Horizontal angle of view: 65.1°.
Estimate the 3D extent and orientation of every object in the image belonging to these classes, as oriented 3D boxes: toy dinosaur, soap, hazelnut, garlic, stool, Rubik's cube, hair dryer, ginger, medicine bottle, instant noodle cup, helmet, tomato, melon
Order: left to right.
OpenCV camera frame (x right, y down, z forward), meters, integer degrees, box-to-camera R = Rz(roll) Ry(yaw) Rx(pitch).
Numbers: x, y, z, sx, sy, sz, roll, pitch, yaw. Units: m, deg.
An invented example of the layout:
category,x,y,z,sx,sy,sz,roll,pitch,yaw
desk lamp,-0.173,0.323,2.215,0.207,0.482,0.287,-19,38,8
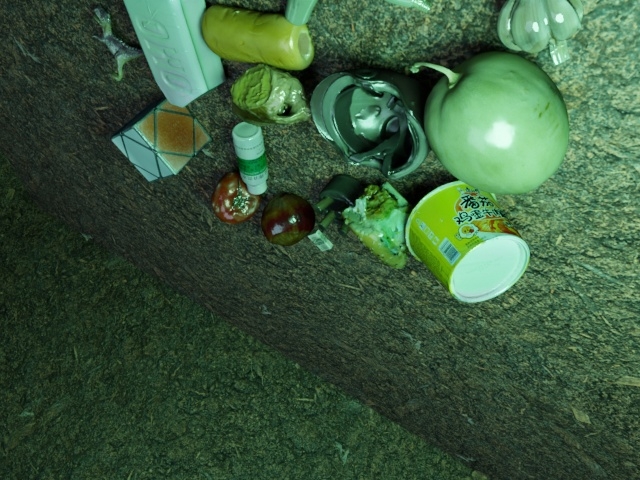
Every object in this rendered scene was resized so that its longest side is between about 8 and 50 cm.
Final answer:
category,x,y,z,sx,sy,sz,roll,pitch,yaw
toy dinosaur,-0.612,-0.595,1.569,0.251,0.072,0.199,44,139,4
Rubik's cube,-0.542,-0.346,1.709,0.205,0.205,0.207,-2,134,46
soap,-0.391,-0.535,1.385,0.208,0.115,0.346,24,148,24
tomato,-0.311,-0.152,1.795,0.151,0.187,0.187,31,158,54
medicine bottle,-0.222,-0.260,1.628,0.095,0.095,0.259,24,149,18
ginger,-0.123,-0.362,1.319,0.276,0.130,0.221,20,178,34
hazelnut,-0.114,-0.068,1.752,0.202,0.160,0.170,-27,135,16
hair dryer,0.033,-0.518,1.043,0.298,0.118,0.296,35,158,-26
stool,0.074,-0.110,1.505,0.153,0.139,0.228,44,150,-9
helmet,0.144,-0.292,1.152,0.306,0.177,0.224,36,144,19
instant noodle cup,0.362,0.010,1.217,0.200,0.265,0.264,-115,1,-49
melon,0.342,-0.225,0.980,0.272,0.271,0.308,0,166,44
garlic,0.388,-0.371,0.877,0.131,0.127,0.194,5,158,35

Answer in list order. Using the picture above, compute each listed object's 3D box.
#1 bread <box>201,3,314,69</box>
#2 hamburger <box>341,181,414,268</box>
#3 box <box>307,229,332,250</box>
category,x,y,z,sx,sy,sz,roll,pitch,yaw
bread,-0.164,-0.500,1.249,0.306,0.091,0.142,19,151,26
hamburger,0.199,-0.029,1.373,0.288,0.168,0.192,39,-167,-35
box,0.000,0.000,1.839,0.083,0.024,0.054,46,149,-18
